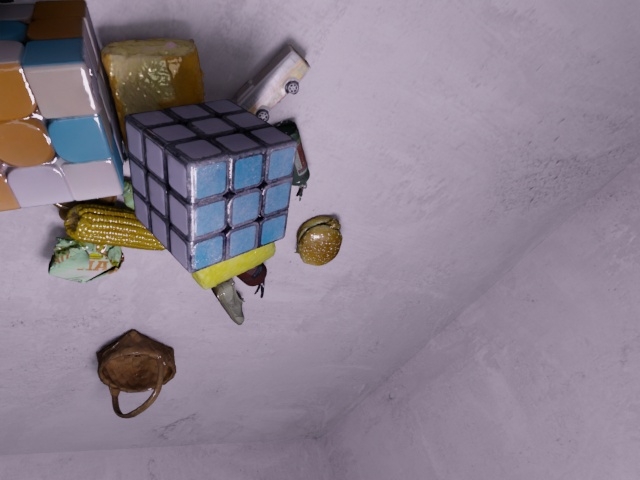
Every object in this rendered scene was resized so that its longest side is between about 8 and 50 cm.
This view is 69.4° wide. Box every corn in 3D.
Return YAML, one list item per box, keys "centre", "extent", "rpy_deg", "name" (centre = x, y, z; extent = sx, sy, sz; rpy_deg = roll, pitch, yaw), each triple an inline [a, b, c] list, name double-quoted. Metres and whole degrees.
- centre: [-0.632, -0.038, 1.490]
  extent: [0.131, 0.131, 0.345]
  rpy_deg: [-43, 152, 20]
  name: "corn"

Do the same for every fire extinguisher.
- centre: [-0.305, 0.102, 1.824]
  extent: [0.115, 0.135, 0.337]
  rpy_deg: [-1, 149, 29]
  name: "fire extinguisher"
- centre: [-0.088, -0.264, 1.575]
  extent: [0.093, 0.118, 0.294]
  rpy_deg: [6, 143, 18]
  name: "fire extinguisher"

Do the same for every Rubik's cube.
- centre: [-0.666, -0.309, 1.053]
  extent: [0.345, 0.346, 0.346]
  rpy_deg: [-10, 136, -16]
  name: "Rubik's cube"
- centre: [-0.276, -0.151, 1.160]
  extent: [0.305, 0.304, 0.300]
  rpy_deg: [-26, 139, -38]
  name: "Rubik's cube"

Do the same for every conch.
- centre: [-0.574, -0.139, 1.482]
  extent: [0.095, 0.079, 0.201]
  rpy_deg: [-50, 152, 8]
  name: "conch"

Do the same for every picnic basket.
- centre: [-0.776, 0.590, 1.968]
  extent: [0.293, 0.337, 0.337]
  rpy_deg: [-33, 139, 9]
  name: "picnic basket"

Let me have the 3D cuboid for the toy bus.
- centre: [-0.152, -0.445, 1.357]
  extent: [0.268, 0.092, 0.106]
  rpy_deg: [-39, 129, 16]
  name: "toy bus"

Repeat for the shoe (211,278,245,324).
- centre: [-0.377, 0.267, 1.990]
  extent: [0.098, 0.103, 0.274]
  rpy_deg: [-31, 143, -13]
  name: "shoe"

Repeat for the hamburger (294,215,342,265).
- centre: [0.000, 0.000, 1.873]
  extent: [0.190, 0.122, 0.215]
  rpy_deg: [4, 129, -27]
  name: "hamburger"

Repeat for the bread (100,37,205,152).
- centre: [-0.420, -0.347, 1.253]
  extent: [0.237, 0.165, 0.375]
  rpy_deg: [-5, 131, -6]
  name: "bread"

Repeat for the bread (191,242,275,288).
- centre: [-0.329, -0.044, 1.519]
  extent: [0.308, 0.348, 0.348]
  rpy_deg: [-25, 140, -16]
  name: "bread"

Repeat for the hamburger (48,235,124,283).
- centre: [-0.782, 0.040, 1.520]
  extent: [0.214, 0.125, 0.235]
  rpy_deg: [-30, 139, 12]
  name: "hamburger"

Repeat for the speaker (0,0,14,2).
- centre: [-0.702, -0.646, 0.842]
  extent: [0.180, 0.184, 0.387]
  rpy_deg: [-7, 121, -21]
  name: "speaker"

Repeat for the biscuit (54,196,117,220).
- centre: [-0.714, -0.159, 1.418]
  extent: [0.320, 0.047, 0.183]
  rpy_deg: [-43, 139, 18]
  name: "biscuit"

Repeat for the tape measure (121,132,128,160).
- centre: [-0.574, -0.269, 1.328]
  extent: [0.054, 0.094, 0.091]
  rpy_deg: [-20, 103, -5]
  name: "tape measure"
